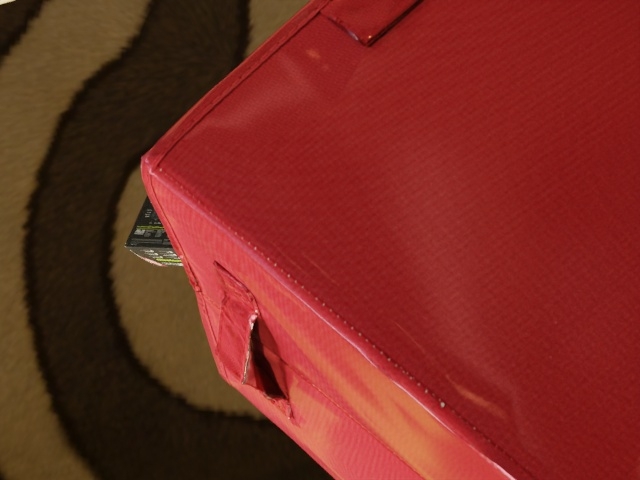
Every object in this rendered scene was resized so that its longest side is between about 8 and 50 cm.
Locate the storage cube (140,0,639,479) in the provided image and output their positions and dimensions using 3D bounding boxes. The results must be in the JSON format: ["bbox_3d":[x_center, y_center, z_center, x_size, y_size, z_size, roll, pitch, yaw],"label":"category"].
[{"bbox_3d":[0.083,0.008,0.555,0.215,0.184,0.193,-43,65,-16],"label":"storage cube"}]

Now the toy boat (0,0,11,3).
[{"bbox_3d":[-0.245,-0.184,0.842,0.267,0.318,0.148,-1,81,5],"label":"toy boat"}]

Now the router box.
[{"bbox_3d":[-0.099,-0.025,1.300,0.038,0.122,0.092,35,68,-39],"label":"router box"}]
